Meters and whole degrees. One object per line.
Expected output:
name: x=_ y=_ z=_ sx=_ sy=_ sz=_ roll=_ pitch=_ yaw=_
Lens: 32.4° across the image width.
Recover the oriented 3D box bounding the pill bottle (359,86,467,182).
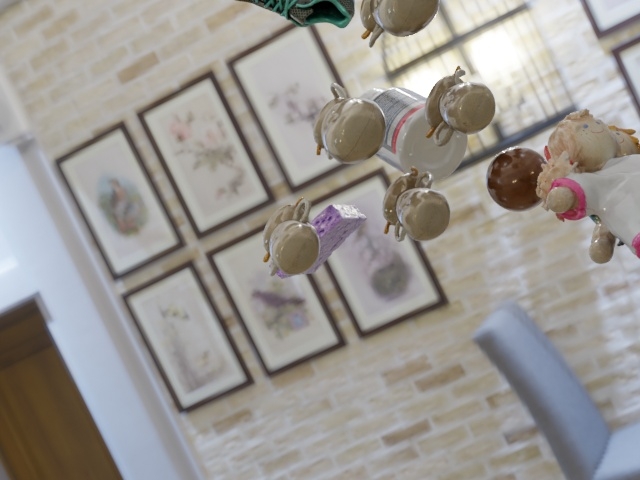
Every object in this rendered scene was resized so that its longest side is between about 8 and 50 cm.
pill bottle: x=0.117 y=-0.157 z=1.548 sx=0.108 sy=0.108 sz=0.180 roll=-26 pitch=30 yaw=-14

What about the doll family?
doll family: x=0.225 y=-0.027 z=0.605 sx=0.263 sy=0.163 sz=0.118 roll=-23 pitch=-43 yaw=-22

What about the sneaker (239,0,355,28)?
sneaker: x=-0.034 y=-0.273 z=1.223 sx=0.166 sy=0.076 sz=0.065 roll=0 pitch=-35 yaw=-15

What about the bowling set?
bowling set: x=0.081 y=-0.070 z=0.941 sx=0.287 sy=0.199 sz=0.154 roll=-62 pitch=11 yaw=5

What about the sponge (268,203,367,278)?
sponge: x=0.000 y=0.000 z=1.533 sx=0.117 sy=0.031 sz=0.210 roll=-45 pitch=-7 yaw=9
